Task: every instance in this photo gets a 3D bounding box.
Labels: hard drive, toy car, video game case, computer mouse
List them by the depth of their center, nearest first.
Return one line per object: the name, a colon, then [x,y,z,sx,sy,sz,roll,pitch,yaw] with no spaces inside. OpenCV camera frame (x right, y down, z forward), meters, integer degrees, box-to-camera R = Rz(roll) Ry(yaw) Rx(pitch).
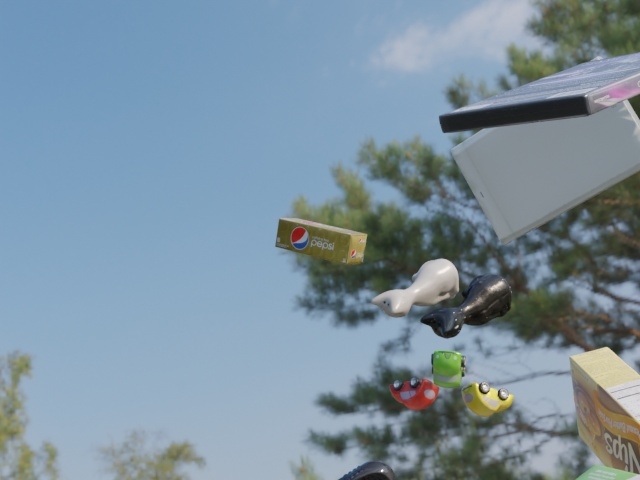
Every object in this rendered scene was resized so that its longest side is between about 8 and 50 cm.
video game case: [0.294,-0.172,0.998,0.274,0.026,0.196,-22,14,-35]
computer mouse: [0.011,0.418,1.413,0.242,0.041,0.071,-32,-68,7]
hard drive: [0.406,-0.152,1.588,0.307,0.203,0.040,-32,-9,29]
toy car: [0.235,0.269,1.667,0.239,0.053,0.225,3,-30,13]

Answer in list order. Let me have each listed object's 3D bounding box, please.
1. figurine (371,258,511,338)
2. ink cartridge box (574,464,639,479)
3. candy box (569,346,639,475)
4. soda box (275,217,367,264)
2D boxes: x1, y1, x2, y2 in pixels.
figurine: [0.237,0.122,1.813,0.209,0.092,0.215,-23,29,-40]
ink cartridge box: [0.272,0.375,0.972,0.273,0.114,0.198,-33,1,-14]
candy box: [0.556,0.340,1.618,0.088,0.183,0.316,-14,18,-5]
soda box: [0.000,0.000,1.783,0.181,0.061,0.058,13,8,34]
